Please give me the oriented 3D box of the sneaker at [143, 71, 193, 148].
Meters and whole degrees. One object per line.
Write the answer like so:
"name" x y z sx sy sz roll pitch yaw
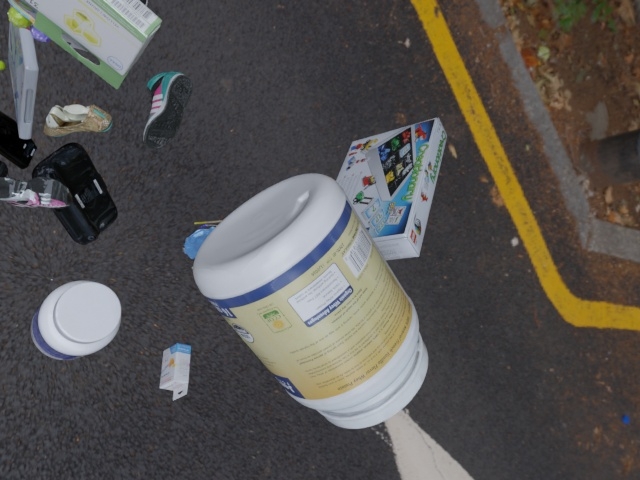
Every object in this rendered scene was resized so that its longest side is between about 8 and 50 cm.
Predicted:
"sneaker" -0.591 -0.499 1.780 0.124 0.178 0.295 20 107 -44

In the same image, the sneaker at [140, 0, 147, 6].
"sneaker" -0.441 -0.641 1.047 0.101 0.153 0.268 -28 125 -23

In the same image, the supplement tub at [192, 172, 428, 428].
"supplement tub" -0.001 0.090 0.679 0.228 0.228 0.316 -46 117 -24

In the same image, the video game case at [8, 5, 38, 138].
"video game case" -0.873 -0.518 1.402 0.036 0.300 0.329 -4 65 -37

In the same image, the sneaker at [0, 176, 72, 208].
"sneaker" -0.664 -0.107 1.125 0.178 0.077 0.072 11 73 2

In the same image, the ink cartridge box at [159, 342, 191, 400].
"ink cartridge box" -0.536 0.484 1.769 0.062 0.104 0.181 25 46 -38

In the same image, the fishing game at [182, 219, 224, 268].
"fishing game" -0.435 0.011 1.845 0.189 0.264 0.041 -9 50 -20

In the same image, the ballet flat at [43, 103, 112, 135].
"ballet flat" -0.570 -0.281 1.094 0.067 0.206 0.073 54 40 -56

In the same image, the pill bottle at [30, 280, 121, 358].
"pill bottle" -0.369 0.121 0.731 0.112 0.187 0.112 11 69 -32

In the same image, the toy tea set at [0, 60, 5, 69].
"toy tea set" -0.808 -0.316 0.959 0.200 0.336 0.124 5 65 -61

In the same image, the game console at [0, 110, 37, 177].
"game console" -1.092 -0.267 1.589 0.213 0.044 0.361 53 33 -50

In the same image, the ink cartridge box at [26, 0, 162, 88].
"ink cartridge box" -0.377 -0.337 0.769 0.171 0.235 0.056 38 55 -25

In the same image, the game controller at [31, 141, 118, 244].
"game controller" -0.696 -0.128 1.389 0.067 0.319 0.166 18 54 15

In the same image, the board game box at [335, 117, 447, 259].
"board game box" 0.108 -0.090 0.868 0.053 0.193 0.305 53 44 -35

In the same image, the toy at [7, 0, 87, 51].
"toy" -0.647 -0.494 1.047 0.056 0.137 0.237 -43 99 10
